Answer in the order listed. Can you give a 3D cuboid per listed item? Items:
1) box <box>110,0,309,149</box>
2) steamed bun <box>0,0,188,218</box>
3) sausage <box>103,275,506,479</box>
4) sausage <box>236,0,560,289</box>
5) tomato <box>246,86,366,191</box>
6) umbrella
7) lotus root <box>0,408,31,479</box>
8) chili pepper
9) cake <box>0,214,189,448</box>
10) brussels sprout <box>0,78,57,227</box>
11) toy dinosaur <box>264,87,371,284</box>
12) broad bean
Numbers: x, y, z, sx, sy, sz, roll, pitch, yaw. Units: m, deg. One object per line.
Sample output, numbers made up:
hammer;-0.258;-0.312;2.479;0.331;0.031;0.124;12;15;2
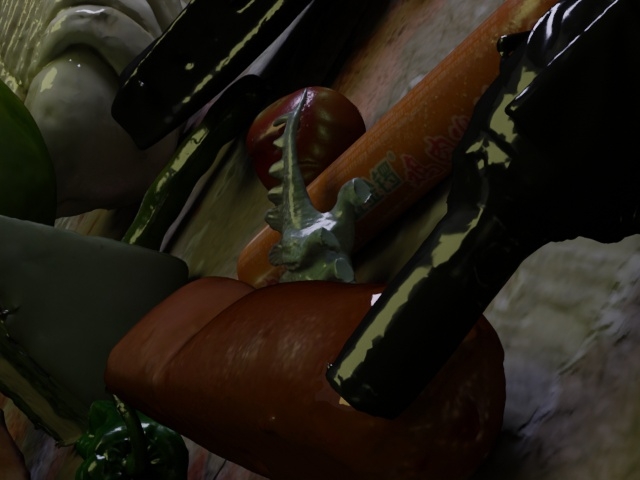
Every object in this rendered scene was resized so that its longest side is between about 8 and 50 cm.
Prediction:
box;-0.051;-0.222;1.267;0.290;0.073;0.289;-44;6;22
steamed bun;-0.257;-0.183;1.606;0.352;0.247;0.339;18;94;55
sausage;-0.019;0.071;0.725;0.097;0.094;0.348;-41;16;-21
sausage;0.045;-0.047;0.848;0.348;0.053;0.053;-41;24;42
tomato;-0.011;-0.069;1.003;0.087;0.075;0.087;-47;18;21
umbrella;0.118;-0.069;0.553;0.340;0.118;0.118;-50;17;-2
lotus root;-0.384;0.251;1.059;0.316;0.250;0.316;-15;69;43
chili pepper;-0.133;0.148;0.961;0.257;0.074;0.100;171;112;-74
cake;-0.252;0.016;1.205;0.172;0.283;0.158;-50;13;-28
brussels sprout;-0.420;-0.045;1.358;0.315;0.371;0.276;-20;12;-40
toy dinosaur;-0.002;-0.001;0.828;0.082;0.039;0.208;-46;47;49
broad bean;-0.130;-0.057;1.355;0.053;0.052;0.256;39;96;31
